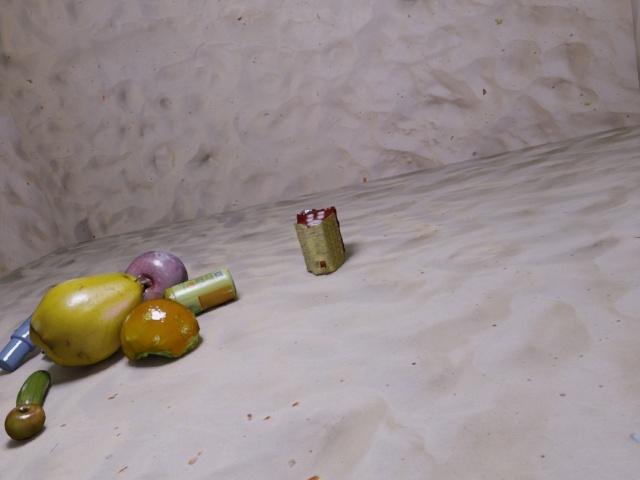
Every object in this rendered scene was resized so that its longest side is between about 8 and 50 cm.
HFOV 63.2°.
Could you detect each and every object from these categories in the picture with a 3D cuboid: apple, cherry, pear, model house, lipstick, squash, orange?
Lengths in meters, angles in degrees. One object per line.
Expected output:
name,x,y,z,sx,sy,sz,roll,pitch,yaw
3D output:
apple,-0.714,0.438,1.260,0.089,0.075,0.089,-12,16,3
cherry,-0.593,0.148,1.866,0.235,0.213,0.285,-22,-6,12
pear,-0.708,0.222,1.593,0.284,0.285,0.337,-4,47,35
model house,0.000,0.000,1.876,0.159,0.196,0.254,-13,16,3
lipstick,-0.562,0.238,1.704,0.045,0.146,0.045,-2,-24,45
squash,-0.787,0.417,1.419,0.066,0.066,0.252,-20,16,-15
orange,-0.479,0.257,1.511,0.237,0.159,0.179,-6,34,27

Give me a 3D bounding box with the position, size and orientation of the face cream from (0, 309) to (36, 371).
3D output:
face cream,-0.988,0.288,1.839,0.135,0.087,0.385,-3,39,23

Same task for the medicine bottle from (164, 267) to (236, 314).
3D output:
medicine bottle,-0.413,0.185,1.778,0.238,0.124,0.124,-22,16,-18

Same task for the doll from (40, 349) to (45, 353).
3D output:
doll,-0.861,0.348,1.732,0.213,0.072,0.103,-3,28,35
